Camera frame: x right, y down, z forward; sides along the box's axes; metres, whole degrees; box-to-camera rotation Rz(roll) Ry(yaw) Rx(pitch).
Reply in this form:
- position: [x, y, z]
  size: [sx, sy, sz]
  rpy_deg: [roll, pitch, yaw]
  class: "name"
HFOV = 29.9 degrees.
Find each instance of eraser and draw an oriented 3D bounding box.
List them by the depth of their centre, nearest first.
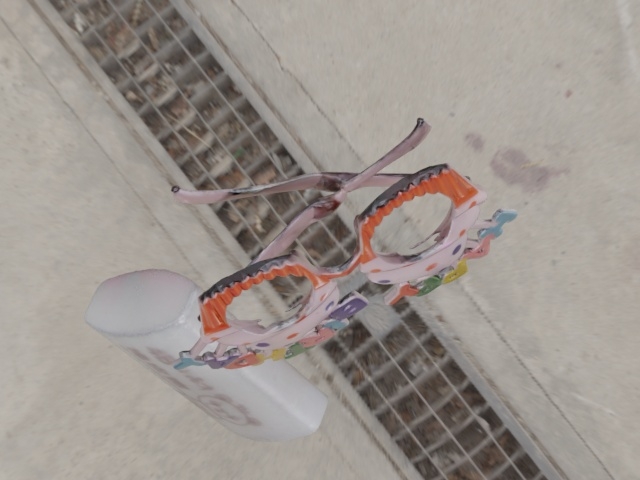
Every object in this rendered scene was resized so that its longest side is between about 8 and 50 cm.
- position: [-0.132, 0.141, 1.435]
  size: [0.174, 0.270, 0.095]
  rpy_deg: [-3, 53, 40]
  class: "eraser"

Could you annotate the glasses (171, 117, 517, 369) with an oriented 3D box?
- position: [0.004, 0.008, 0.795]
  size: [0.255, 0.162, 0.095]
  rpy_deg: [-25, 55, 4]
  class: "glasses"
